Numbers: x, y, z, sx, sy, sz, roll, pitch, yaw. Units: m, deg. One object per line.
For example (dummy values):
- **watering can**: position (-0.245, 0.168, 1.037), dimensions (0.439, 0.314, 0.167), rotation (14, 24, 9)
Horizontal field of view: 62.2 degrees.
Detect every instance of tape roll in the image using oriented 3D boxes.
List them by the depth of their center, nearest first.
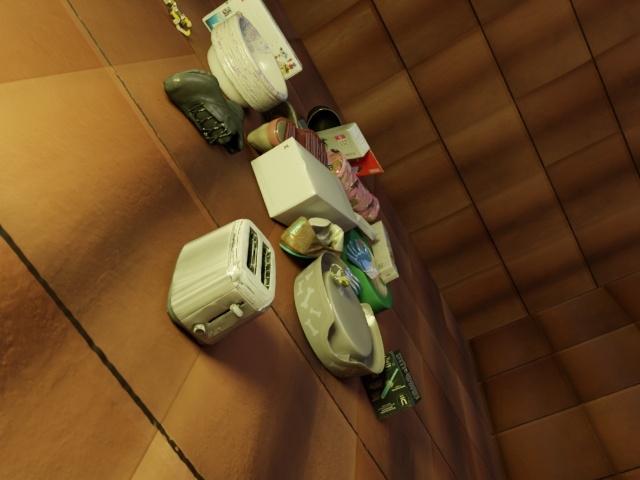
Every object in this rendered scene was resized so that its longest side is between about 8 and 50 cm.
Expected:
- **tape roll**: position (0.159, 0.116, 1.954), dimensions (0.321, 0.077, 0.321), rotation (54, 19, -28)

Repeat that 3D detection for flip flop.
- **flip flop**: position (-0.130, -0.369, 1.793), dimensions (0.080, 0.112, 0.277), rotation (-11, 80, -58)

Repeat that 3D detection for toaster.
- **toaster**: position (-0.164, 0.060, 0.921), dimensions (0.129, 0.146, 0.227), rotation (54, 19, -32)

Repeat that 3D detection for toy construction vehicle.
- **toy construction vehicle**: position (-0.398, -0.624, 1.469), dimensions (0.098, 0.035, 0.086), rotation (51, 9, -44)

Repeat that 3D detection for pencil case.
- **pencil case**: position (0.104, -0.206, 2.142), dimensions (0.386, 0.159, 0.167), rotation (43, 50, -50)

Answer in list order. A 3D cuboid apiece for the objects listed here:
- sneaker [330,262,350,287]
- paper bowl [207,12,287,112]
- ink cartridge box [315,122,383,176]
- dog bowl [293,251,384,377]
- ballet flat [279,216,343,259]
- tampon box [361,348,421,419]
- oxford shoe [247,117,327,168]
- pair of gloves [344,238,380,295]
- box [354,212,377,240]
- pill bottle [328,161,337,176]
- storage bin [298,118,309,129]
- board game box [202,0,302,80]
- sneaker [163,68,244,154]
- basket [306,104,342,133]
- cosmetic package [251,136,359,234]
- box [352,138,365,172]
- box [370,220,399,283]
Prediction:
- **sneaker**: position (0.046, 0.088, 1.383), dimensions (0.083, 0.031, 0.035), rotation (58, 3, -33)
- **paper bowl**: position (-0.230, -0.520, 1.607), dimensions (0.284, 0.148, 0.284), rotation (55, 18, -27)
- **ink cartridge box**: position (0.087, -0.338, 2.129), dimensions (0.060, 0.275, 0.239), rotation (-49, 119, -30)
- **dog bowl**: position (0.049, 0.207, 1.429), dimensions (0.349, 0.102, 0.349), rotation (55, 18, -27)
- **ballet flat**: position (0.000, 0.000, 1.531), dimensions (0.116, 0.124, 0.342), rotation (35, 5, 28)
- **tampon box**: position (0.200, 0.414, 1.539), dimensions (0.161, 0.120, 0.101), rotation (68, 18, 14)
- **oxford shoe**: position (-0.092, -0.291, 1.676), dimensions (0.348, 0.130, 0.123), rotation (25, 64, -57)
- **pair of gloves**: position (0.111, 0.090, 1.764), dimensions (0.198, 0.023, 0.159), rotation (-36, 89, -37)
- **box**: position (0.116, -0.083, 2.024), dimensions (0.186, 0.038, 0.145), rotation (36, -3, 42)
- **pill bottle**: position (0.027, -0.165, 1.901), dimensions (0.209, 0.119, 0.119), rotation (63, 16, 1)
- **storage bin**: position (-0.099, -0.399, 1.926), dimensions (0.098, 0.091, 0.135), rotation (60, 16, -9)
- **board game box**: position (-0.221, -0.653, 1.761), dimensions (0.305, 0.192, 0.053), rotation (54, 19, -30)
- **sneaker**: position (-0.261, -0.302, 1.269), dimensions (0.286, 0.108, 0.130), rotation (28, 45, -60)
- **basket**: position (0.008, -0.497, 2.297), dimensions (0.227, 0.154, 0.205), rotation (-98, -171, -61)
- **cosmetic package**: position (-0.035, -0.137, 1.606), dimensions (0.365, 0.155, 0.197), rotation (28, 38, -62)
- **box**: position (0.122, -0.350, 2.319), dimensions (0.114, 0.103, 0.203), rotation (-63, 167, -72)
- **box**: position (0.244, 0.040, 2.079), dimensions (0.063, 0.067, 0.324), rotation (55, 16, -30)
